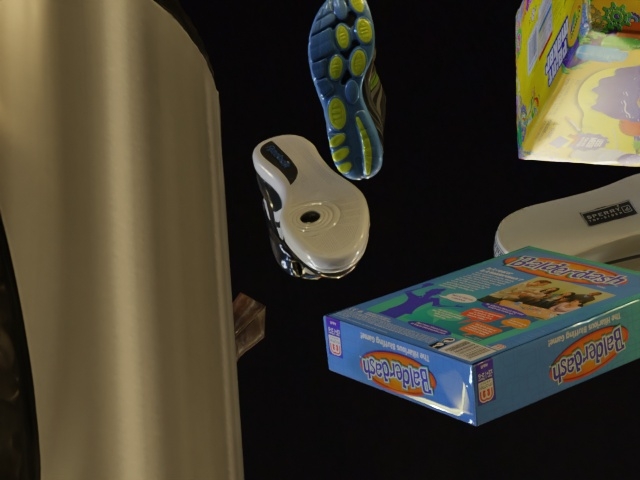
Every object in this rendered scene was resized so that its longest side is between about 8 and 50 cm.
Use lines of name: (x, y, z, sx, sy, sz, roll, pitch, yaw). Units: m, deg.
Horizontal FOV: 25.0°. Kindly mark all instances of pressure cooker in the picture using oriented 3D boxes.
pressure cooker: (-0.204, 0.099, 0.577, 0.370, 0.420, 0.375, -23, -29, 37)

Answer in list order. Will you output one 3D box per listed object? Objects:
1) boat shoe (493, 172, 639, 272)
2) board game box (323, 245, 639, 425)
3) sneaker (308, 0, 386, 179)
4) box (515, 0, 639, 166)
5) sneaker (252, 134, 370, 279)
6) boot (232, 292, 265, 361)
boat shoe: (0.285, 0.005, 1.295, 0.268, 0.096, 0.088, -15, -44, -12)
board game box: (0.134, 0.062, 1.041, 0.210, 0.160, 0.047, -17, -71, -33)
sneaker: (0.028, -0.156, 1.438, 0.067, 0.078, 0.188, -6, -73, 7)
box: (0.356, -0.205, 1.405, 0.279, 0.177, 0.290, 3, -20, -3)
sneaker: (0.000, 0.000, 1.324, 0.079, 0.217, 0.121, -16, -56, -8)
boot: (-0.098, 0.074, 1.466, 0.037, 0.114, 0.106, -8, -68, 31)
